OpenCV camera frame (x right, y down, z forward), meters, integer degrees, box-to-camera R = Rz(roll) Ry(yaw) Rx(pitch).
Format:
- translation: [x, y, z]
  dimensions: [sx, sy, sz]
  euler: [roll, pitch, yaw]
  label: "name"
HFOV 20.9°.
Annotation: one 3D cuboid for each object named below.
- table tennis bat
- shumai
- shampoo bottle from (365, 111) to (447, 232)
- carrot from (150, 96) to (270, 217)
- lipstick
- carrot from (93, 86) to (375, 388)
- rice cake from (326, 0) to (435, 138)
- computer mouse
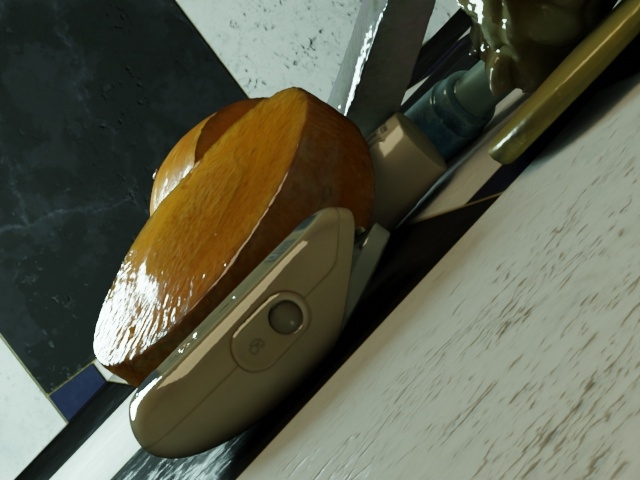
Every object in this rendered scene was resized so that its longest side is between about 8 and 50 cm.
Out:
- translation: [0.231, -0.174, 1.214]
  dimensions: [0.321, 0.050, 0.198]
  euler: [-46, -1, 6]
  label: "table tennis bat"
- translation: [0.218, -0.254, 1.349]
  dimensions: [0.346, 0.217, 0.283]
  euler: [-50, -36, -51]
  label: "shumai"
- translation: [0.000, 0.000, 1.542]
  dimensions: [0.257, 0.078, 0.127]
  euler: [-43, 19, 15]
  label: "shampoo bottle"
- translation: [-0.082, -0.041, 1.851]
  dimensions: [0.331, 0.193, 0.214]
  euler: [135, 138, -66]
  label: "carrot"
- translation: [0.135, -0.129, 1.570]
  dimensions: [0.274, 0.061, 0.068]
  euler: [-41, 5, 43]
  label: "lipstick"
- translation: [-0.069, 0.003, 1.482]
  dimensions: [0.258, 0.100, 0.307]
  euler: [-14, 43, 49]
  label: "carrot"
- translation: [0.055, -0.169, 1.513]
  dimensions: [0.365, 0.056, 0.072]
  euler: [107, 157, -45]
  label: "rice cake"
- translation: [-0.042, 0.073, 1.277]
  dimensions: [0.236, 0.082, 0.145]
  euler: [-44, 4, -9]
  label: "computer mouse"
